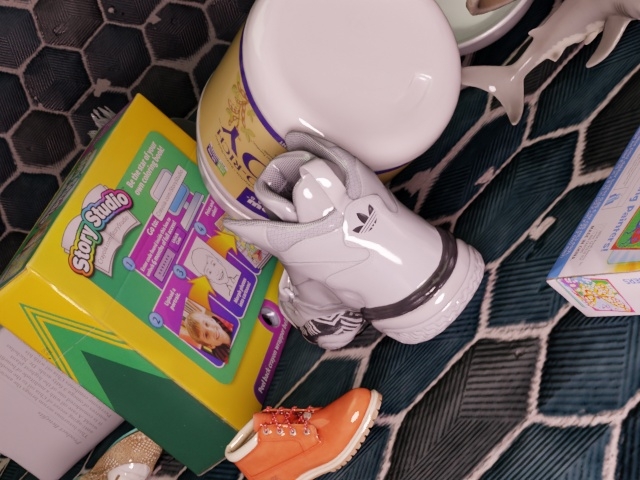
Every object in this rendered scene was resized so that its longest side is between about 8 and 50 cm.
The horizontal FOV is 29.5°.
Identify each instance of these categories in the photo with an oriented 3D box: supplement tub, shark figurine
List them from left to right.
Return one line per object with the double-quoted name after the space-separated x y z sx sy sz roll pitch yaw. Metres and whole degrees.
-0.008 -0.150 1.385 0.241 0.241 0.331 -57 6 -24 "supplement tub"
0.264 -0.250 1.287 0.278 0.116 0.166 -27 26 49 "shark figurine"

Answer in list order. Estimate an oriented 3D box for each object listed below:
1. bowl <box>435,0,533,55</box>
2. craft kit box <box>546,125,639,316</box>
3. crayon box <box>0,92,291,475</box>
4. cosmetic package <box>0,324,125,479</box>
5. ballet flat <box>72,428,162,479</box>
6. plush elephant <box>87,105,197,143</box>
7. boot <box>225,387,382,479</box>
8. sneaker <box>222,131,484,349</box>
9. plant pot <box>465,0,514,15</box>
0.176 -0.361 1.615 0.298 0.298 0.134 -48 -28 7 "bowl"
0.304 -0.061 0.856 0.250 0.061 0.246 -55 14 -18 "craft kit box"
-0.183 0.041 1.444 0.106 0.313 0.363 -39 19 34 "crayon box"
-0.334 0.136 1.788 0.453 0.230 0.161 -41 18 25 "cosmetic package"
-0.260 0.307 1.527 0.206 0.073 0.067 -43 45 32 "ballet flat"
-0.245 -0.055 1.964 0.272 0.330 0.255 -77 13 -45 "plush elephant"
-0.017 0.176 1.118 0.158 0.084 0.059 -42 16 21 "boot"
0.000 0.000 1.237 0.137 0.210 0.366 -54 17 -16 "sneaker"
0.222 -0.469 1.337 0.334 0.305 0.334 -33 -4 -2 "plant pot"
